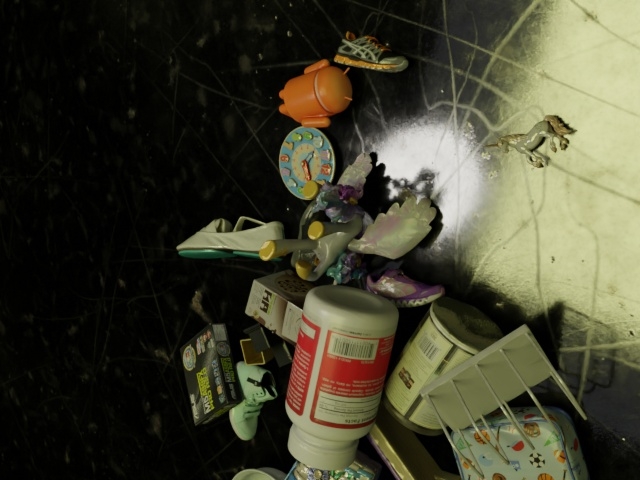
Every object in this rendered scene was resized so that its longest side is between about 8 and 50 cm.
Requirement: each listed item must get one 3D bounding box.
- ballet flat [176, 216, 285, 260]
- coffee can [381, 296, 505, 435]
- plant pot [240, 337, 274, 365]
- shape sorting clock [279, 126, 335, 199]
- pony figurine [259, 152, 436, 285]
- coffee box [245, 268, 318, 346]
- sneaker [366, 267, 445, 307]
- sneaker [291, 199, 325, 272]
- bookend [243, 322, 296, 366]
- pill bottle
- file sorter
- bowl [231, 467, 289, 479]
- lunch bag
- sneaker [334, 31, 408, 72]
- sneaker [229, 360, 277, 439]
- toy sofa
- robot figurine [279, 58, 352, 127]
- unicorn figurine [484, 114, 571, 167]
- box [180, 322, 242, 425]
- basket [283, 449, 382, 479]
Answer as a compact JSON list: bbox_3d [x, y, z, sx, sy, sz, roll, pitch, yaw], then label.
[{"bbox_3d":[-0.267,-0.007,2.012,0.400,0.139,0.139,0,99,32],"label":"ballet flat"},{"bbox_3d":[0.293,0.305,1.594,0.201,0.201,0.275,41,119,24],"label":"coffee can"},{"bbox_3d":[-0.183,0.332,2.022,0.081,0.083,0.081,-13,91,38],"label":"plant pot"},{"bbox_3d":[-0.041,-0.217,1.845,0.206,0.040,0.206,7,102,35],"label":"shape sorting clock"},{"bbox_3d":[0.063,-0.034,1.654,0.303,0.363,0.351,43,105,31],"label":"pony figurine"},{"bbox_3d":[-0.041,0.209,1.844,0.297,0.168,0.119,29,114,30],"label":"coffee box"},{"bbox_3d":[0.208,0.121,1.697,0.236,0.095,0.105,-7,87,38],"label":"sneaker"},{"bbox_3d":[0.000,0.000,1.829,0.130,0.087,0.228,28,117,27],"label":"sneaker"},{"bbox_3d":[-0.124,0.304,1.928,0.072,0.157,0.156,-29,80,37],"label":"bookend"},{"bbox_3d":[0.041,0.332,1.596,0.229,0.229,0.408,19,104,32],"label":"pill bottle"},{"bbox_3d":[0.400,0.362,1.433,0.277,0.193,0.173,-34,36,9],"label":"file sorter"},{"bbox_3d":[-0.141,0.833,2.053,0.297,0.134,0.298,8,103,35],"label":"bowl"},{"bbox_3d":[0.468,0.529,1.565,0.303,0.115,0.243,-18,90,36],"label":"lunch bag"},{"bbox_3d":[0.127,-0.473,1.651,0.214,0.084,0.083,22,106,33],"label":"sneaker"},{"bbox_3d":[-0.205,0.518,2.062,0.151,0.094,0.256,4,98,42],"label":"sneaker"},{"bbox_3d":[0.192,0.559,1.748,0.177,0.150,0.362,-47,71,31],"label":"toy sofa"},{"bbox_3d":[-0.008,-0.383,1.737,0.219,0.158,0.128,-10,127,37],"label":"robot figurine"},{"bbox_3d":[0.470,-0.217,1.466,0.162,0.060,0.111,-40,74,18],"label":"unicorn figurine"},{"bbox_3d":[-0.359,0.433,2.128,0.216,0.060,0.270,-39,57,39],"label":"box"},{"bbox_3d":[0.013,0.689,1.778,0.254,0.201,0.289,28,96,17],"label":"basket"}]
